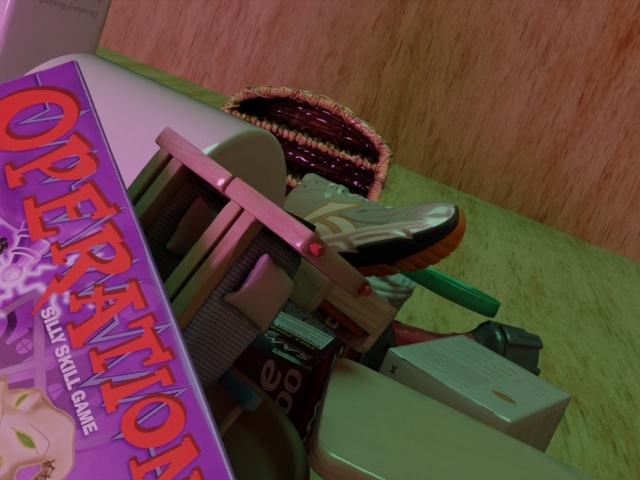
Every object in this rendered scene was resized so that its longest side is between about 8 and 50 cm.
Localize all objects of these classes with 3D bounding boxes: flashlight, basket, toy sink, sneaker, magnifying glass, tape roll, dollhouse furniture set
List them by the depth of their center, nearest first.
[{"bbox_3d":[-0.037,0.055,0.525,0.129,0.129,0.183,36,-3,38],"label":"dollhouse furniture set"},{"bbox_3d":[0.081,0.197,0.561,0.234,0.131,0.153,26,13,-1],"label":"toy sink"},{"bbox_3d":[-0.161,-0.010,0.760,0.169,0.246,0.246,26,14,17],"label":"tape roll"},{"bbox_3d":[0.023,-0.024,0.981,0.262,0.121,0.099,-11,-23,24],"label":"sneaker"},{"bbox_3d":[0.104,0.107,1.007,0.304,0.103,0.103,12,0,-26],"label":"flashlight"},{"bbox_3d":[0.105,0.033,1.102,0.231,0.026,0.092,28,7,21],"label":"magnifying glass"},{"bbox_3d":[-0.035,-0.137,1.541,0.299,0.213,0.223,22,13,2],"label":"basket"}]

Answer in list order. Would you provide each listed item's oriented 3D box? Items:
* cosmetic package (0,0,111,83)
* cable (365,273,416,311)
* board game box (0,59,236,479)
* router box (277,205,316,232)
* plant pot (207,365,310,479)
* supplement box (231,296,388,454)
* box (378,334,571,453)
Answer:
[{"bbox_3d":[-0.400,-0.323,1.179,0.230,0.453,0.161,29,14,28],"label":"cosmetic package"},{"bbox_3d":[-0.011,0.033,1.175,0.257,0.089,0.257,31,16,34],"label":"cable"},{"bbox_3d":[-0.158,0.068,0.387,0.208,0.056,0.347,-18,50,-14],"label":"board game box"},{"bbox_3d":[-0.074,0.065,0.735,0.046,0.179,0.133,26,14,13],"label":"router box"},{"bbox_3d":[-0.134,0.130,0.521,0.237,0.110,0.237,22,14,-6],"label":"plant pot"},{"bbox_3d":[-0.024,0.111,0.741,0.073,0.130,0.239,25,14,12],"label":"supplement box"},{"bbox_3d":[0.136,0.162,0.871,0.130,0.091,0.170,29,15,30],"label":"box"}]
